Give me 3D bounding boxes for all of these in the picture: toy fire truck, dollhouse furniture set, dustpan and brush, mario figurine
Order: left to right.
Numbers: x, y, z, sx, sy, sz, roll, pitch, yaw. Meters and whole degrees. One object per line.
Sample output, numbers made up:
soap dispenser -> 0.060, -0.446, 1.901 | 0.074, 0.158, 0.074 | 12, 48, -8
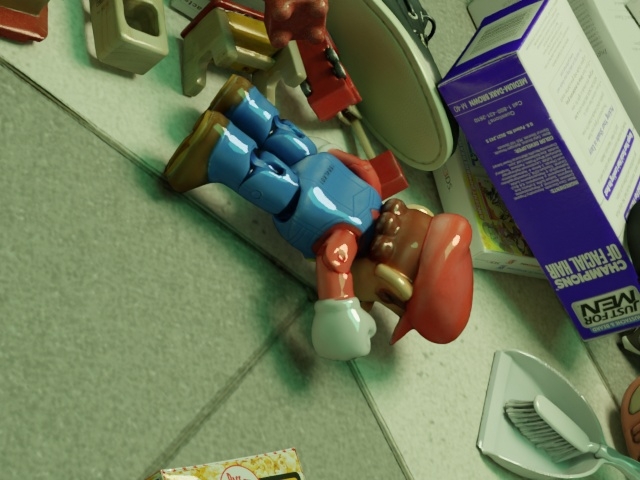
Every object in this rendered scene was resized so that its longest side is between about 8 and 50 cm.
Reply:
dollhouse furniture set -> -0.148, -0.266, 1.242 | 0.374, 0.201, 0.152 | 13, 55, -38
mario figurine -> 0.000, 0.000, 1.300 | 0.320, 0.170, 0.198 | 36, 76, -7
toy fire truck -> 0.022, -0.142, 1.427 | 0.135, 0.047, 0.192 | 51, 14, -49
dustpan and brush -> 0.267, 0.210, 1.432 | 0.211, 0.060, 0.147 | 39, 42, -19

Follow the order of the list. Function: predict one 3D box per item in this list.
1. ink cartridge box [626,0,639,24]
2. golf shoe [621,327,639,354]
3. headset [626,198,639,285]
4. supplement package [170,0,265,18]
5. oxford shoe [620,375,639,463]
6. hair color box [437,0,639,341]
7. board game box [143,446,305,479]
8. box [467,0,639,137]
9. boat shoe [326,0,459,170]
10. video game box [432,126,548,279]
ink cartridge box -> 0.412, -0.264, 1.667 | 0.048, 0.028, 0.083 | -30, 86, -50
golf shoe -> 0.403, 0.045, 1.631 | 0.077, 0.093, 0.198 | 51, 46, -59
headset -> 0.432, 0.122, 1.426 | 0.243, 0.185, 0.394 | 6, 53, -41
supplement package -> -0.054, -0.292, 1.370 | 0.105, 0.179, 0.105 | 28, 46, -28
oxford shoe -> 0.467, 0.318, 1.535 | 0.397, 0.140, 0.146 | 59, 12, 8
hair color box -> 0.272, -0.082, 1.493 | 0.339, 0.110, 0.185 | 57, 36, -16
board game box -> -0.053, 0.269, 1.086 | 0.146, 0.045, 0.194 | -1, 64, -45
box -> 0.371, -0.192, 1.731 | 0.215, 0.168, 0.345 | -5, 67, -47
boat shoe -> 0.065, -0.234, 1.492 | 0.113, 0.127, 0.340 | -26, 73, -38
video game box -> 0.207, -0.059, 1.571 | 0.187, 0.048, 0.205 | 12, 56, -44
